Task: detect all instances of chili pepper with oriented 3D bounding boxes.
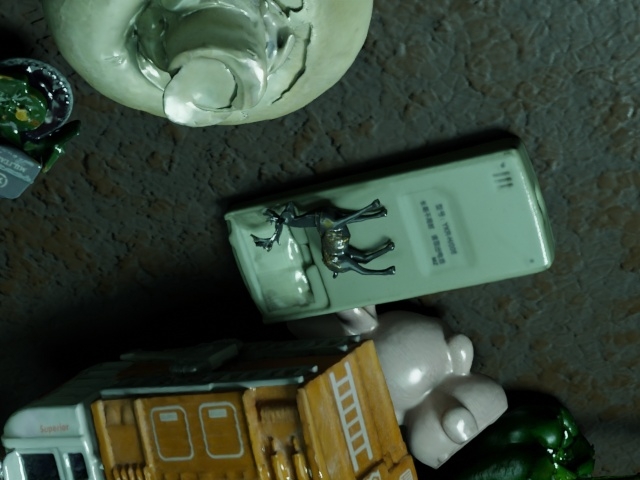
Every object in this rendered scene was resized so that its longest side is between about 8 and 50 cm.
[{"bbox_3d":[0.217,0.242,1.730,0.261,0.174,0.165,-20,106,26],"label":"chili pepper"}]

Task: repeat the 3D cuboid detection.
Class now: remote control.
[{"bbox_3d":[0.056,-0.005,1.554,0.285,0.038,0.123,-14,109,21],"label":"remote control"}]

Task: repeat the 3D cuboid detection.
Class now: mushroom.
[{"bbox_3d":[-0.078,-0.175,1.295,0.246,0.202,0.246,-5,140,-4],"label":"mushroom"}]

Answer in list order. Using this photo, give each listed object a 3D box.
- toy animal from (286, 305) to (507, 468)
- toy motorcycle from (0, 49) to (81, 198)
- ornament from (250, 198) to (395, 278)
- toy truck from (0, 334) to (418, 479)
[{"bbox_3d":[0.078,0.105,1.654,0.212,0.124,0.124,49,128,2],"label":"toy animal"},{"bbox_3d":[-0.338,-0.117,1.437,0.275,0.124,0.187,26,123,-21],"label":"toy motorcycle"},{"bbox_3d":[0.000,0.000,1.534,0.125,0.028,0.073,-5,111,16],"label":"ornament"},{"bbox_3d":[-0.116,0.198,1.648,0.388,0.173,0.206,-7,104,32],"label":"toy truck"}]
